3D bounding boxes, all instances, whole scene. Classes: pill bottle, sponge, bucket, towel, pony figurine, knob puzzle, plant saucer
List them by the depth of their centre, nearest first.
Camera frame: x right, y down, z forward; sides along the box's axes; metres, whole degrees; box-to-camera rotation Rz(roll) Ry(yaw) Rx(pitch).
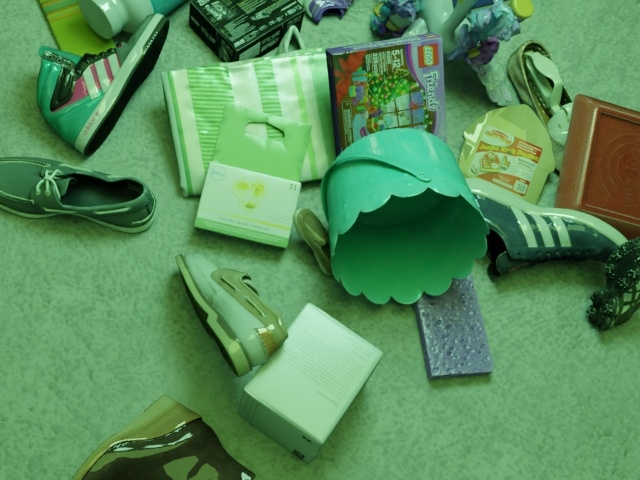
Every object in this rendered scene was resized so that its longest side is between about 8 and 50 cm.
[{"bbox_3d":[0.135,-0.044,1.522,0.281,0.281,0.183,-1,47,-10],"label":"bucket"},{"bbox_3d":[0.231,0.142,1.592,0.117,0.031,0.210,-4,67,-12],"label":"sponge"},{"bbox_3d":[-0.115,-0.219,1.647,0.324,0.038,0.248,-10,89,-11],"label":"towel"},{"bbox_3d":[0.242,-0.405,1.708,0.302,0.363,0.351,-23,87,-26],"label":"pony figurine"},{"bbox_3d":[0.592,-0.132,1.708,0.259,0.048,0.258,14,83,-12],"label":"plant saucer"},{"bbox_3d":[-0.338,-0.500,1.721,0.146,0.146,0.264,39,63,9],"label":"pill bottle"},{"bbox_3d":[-0.470,-0.411,1.736,0.102,0.021,0.237,-22,72,-13],"label":"towel"},{"bbox_3d":[0.366,-0.174,1.741,0.213,0.030,0.213,0,84,-3],"label":"knob puzzle"}]

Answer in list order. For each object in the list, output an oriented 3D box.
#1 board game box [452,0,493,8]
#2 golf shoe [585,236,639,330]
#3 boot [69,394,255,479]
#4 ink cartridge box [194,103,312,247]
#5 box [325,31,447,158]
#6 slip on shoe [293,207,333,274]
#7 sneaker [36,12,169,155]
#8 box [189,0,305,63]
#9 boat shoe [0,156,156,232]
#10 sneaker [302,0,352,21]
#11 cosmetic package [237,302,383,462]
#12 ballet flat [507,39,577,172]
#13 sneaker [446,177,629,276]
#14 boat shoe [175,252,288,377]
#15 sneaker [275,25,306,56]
[{"bbox_3d":[0.299,-0.655,1.905,0.232,0.141,0.291,-18,70,-17],"label":"board game box"},{"bbox_3d":[0.557,0.074,1.602,0.093,0.198,0.077,-1,41,-28],"label":"golf shoe"},{"bbox_3d":[-0.249,0.379,1.370,0.207,0.090,0.248,42,62,12],"label":"boot"},{"bbox_3d":[-0.117,-0.118,1.593,0.171,0.056,0.235,13,87,-6],"label":"ink cartridge box"},{"bbox_3d":[0.124,-0.214,1.608,0.200,0.293,0.057,-11,25,-9],"label":"box"},{"bbox_3d":[0.000,0.000,1.580,0.051,0.041,0.135,-35,104,-35],"label":"slip on shoe"},{"bbox_3d":[-0.418,-0.322,1.627,0.178,0.124,0.296,32,81,0],"label":"sneaker"},{"bbox_3d":[-0.147,-0.445,1.770,0.180,0.077,0.147,-37,77,-23],"label":"box"},{"bbox_3d":[-0.444,-0.097,1.550,0.319,0.099,0.116,13,65,-3],"label":"boat shoe"},{"bbox_3d":[0.046,-0.503,1.849,0.170,0.068,0.071,-30,89,-12],"label":"sneaker"},{"bbox_3d":[-0.019,0.233,1.442,0.151,0.151,0.184,34,64,8],"label":"cosmetic package"},{"bbox_3d":[0.465,-0.267,1.776,0.107,0.106,0.316,-19,71,-17],"label":"ballet flat"},{"bbox_3d":[0.389,0.012,1.636,0.350,0.131,0.148,18,72,4],"label":"sneaker"},{"bbox_3d":[-0.148,0.104,1.454,0.103,0.113,0.302,-27,41,-13],"label":"boat shoe"},{"bbox_3d":[-0.042,-0.315,1.720,0.080,0.094,0.212,-11,68,-15],"label":"sneaker"}]
